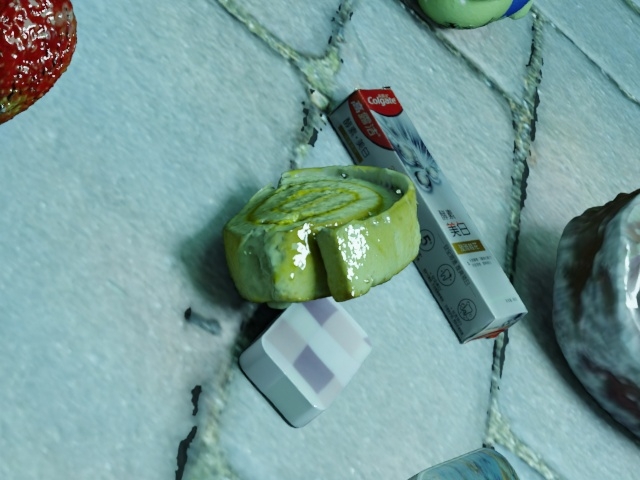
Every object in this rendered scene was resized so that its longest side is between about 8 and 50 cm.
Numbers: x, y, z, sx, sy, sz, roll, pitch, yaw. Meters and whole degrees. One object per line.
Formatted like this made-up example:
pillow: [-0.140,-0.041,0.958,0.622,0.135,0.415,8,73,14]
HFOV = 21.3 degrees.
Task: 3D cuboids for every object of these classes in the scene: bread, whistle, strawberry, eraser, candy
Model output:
bread: [0.000,0.000,1.134,0.156,0.118,0.064,-38,124,-54]
whistle: [0.158,-0.249,1.622,0.227,0.105,0.085,-29,121,-58]
strawberry: [-0.195,-0.116,1.025,0.106,0.106,0.106,33,35,-27]
eraser: [-0.008,0.074,1.122,0.065,0.026,0.105,46,31,-3]
candy: [0.319,0.073,1.414,0.289,0.157,0.214,33,63,-22]

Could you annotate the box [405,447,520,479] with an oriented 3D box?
box: [0.136,0.250,0.942,0.285,0.044,0.142,62,23,11]

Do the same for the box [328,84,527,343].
box: [0.083,-0.022,1.330,0.055,0.039,0.218,-9,64,-54]
